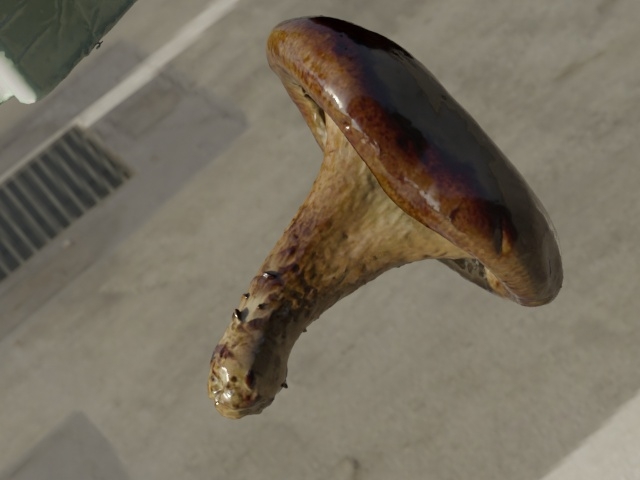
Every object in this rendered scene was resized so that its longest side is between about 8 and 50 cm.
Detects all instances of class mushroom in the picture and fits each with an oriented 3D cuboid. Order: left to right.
[{"bbox_3d":[0.000,0.000,0.825,0.217,0.227,0.148,-42,-15,-5],"label":"mushroom"}]

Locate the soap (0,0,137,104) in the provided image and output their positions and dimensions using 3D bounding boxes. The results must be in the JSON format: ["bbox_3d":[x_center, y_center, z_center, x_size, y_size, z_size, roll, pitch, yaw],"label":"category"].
[{"bbox_3d":[-0.272,-0.261,1.086,0.095,0.289,0.173,-2,43,47],"label":"soap"}]
